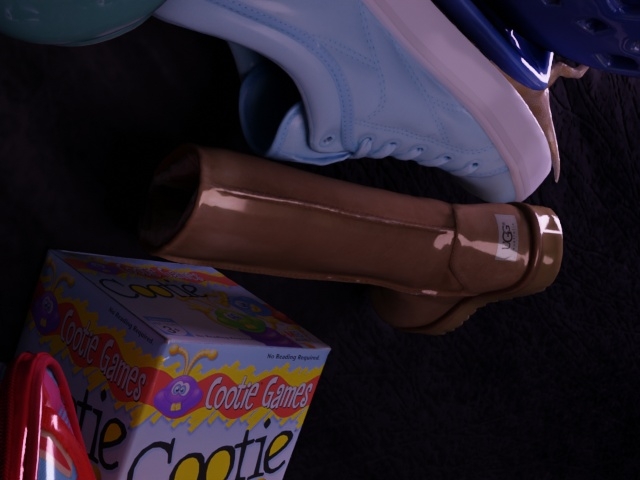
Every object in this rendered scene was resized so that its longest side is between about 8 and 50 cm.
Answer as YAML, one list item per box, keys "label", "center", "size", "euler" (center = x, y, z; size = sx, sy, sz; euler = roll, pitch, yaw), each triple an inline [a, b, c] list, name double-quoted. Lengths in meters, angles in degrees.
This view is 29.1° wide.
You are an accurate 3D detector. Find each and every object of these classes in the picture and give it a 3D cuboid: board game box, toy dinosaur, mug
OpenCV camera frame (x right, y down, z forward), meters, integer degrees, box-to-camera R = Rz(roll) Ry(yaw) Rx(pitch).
- label: "board game box"
  center: [-0.129, 0.163, 0.819]
  size: [0.144, 0.142, 0.275]
  euler: [8, 106, -45]
- label: "toy dinosaur"
  center: [0.177, -0.140, 1.027]
  size: [0.092, 0.053, 0.183]
  euler: [-40, 128, 0]
- label: "mug"
  center: [-0.122, -0.170, 0.656]
  size: [0.157, 0.129, 0.097]
  euler: [-35, 132, -25]

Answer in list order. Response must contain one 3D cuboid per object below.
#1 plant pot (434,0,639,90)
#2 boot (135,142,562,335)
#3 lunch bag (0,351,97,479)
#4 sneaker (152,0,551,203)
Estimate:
- label: "plant pot"
  center: [0.179, -0.242, 0.810]
  size: [0.236, 0.212, 0.236]
  euler: [32, 61, -48]
- label: "boot"
  center: [0.000, 0.000, 0.875]
  size: [0.269, 0.236, 0.089]
  euler: [7, 71, -24]
- label: "lunch bag"
  center: [-0.152, 0.197, 0.585]
  size: [0.120, 0.258, 0.293]
  euler: [-7, 137, -2]
- label: "sneaker"
  center: [0.017, -0.104, 0.838]
  size: [0.150, 0.135, 0.366]
  euler: [-51, 128, 1]
